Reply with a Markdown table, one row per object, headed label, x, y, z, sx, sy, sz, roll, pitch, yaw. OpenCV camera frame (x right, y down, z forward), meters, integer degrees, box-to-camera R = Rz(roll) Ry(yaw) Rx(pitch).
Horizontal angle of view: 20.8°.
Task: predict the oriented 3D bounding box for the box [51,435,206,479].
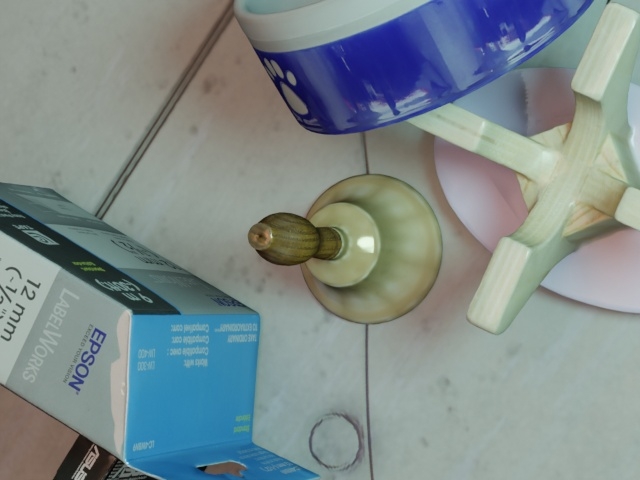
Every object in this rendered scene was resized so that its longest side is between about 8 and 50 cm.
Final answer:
| label | x | y | z | sx | sy | sz | roll | pitch | yaw |
| --- | --- | --- | --- | --- | --- | --- | --- | --- | --- |
| box | -0.180 | 0.234 | 1.420 | 0.045 | 0.191 | 0.184 | 38 | 99 | 19 |

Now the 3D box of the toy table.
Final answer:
| label | x | y | z | sx | sy | sz | roll | pitch | yaw |
| --- | --- | --- | --- | --- | --- | --- | --- | --- | --- |
| toy table | 0.196 | -0.046 | 1.314 | 0.274 | 0.161 | 0.252 | 14 | 92 | 21 |

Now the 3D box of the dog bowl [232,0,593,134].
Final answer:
| label | x | y | z | sx | sy | sz | roll | pitch | yaw |
| --- | --- | --- | --- | --- | --- | --- | --- | --- | --- |
| dog bowl | 0.073 | -0.192 | 1.306 | 0.265 | 0.265 | 0.104 | -22 | 112 | 18 |

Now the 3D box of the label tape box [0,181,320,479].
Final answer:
| label | x | y | z | sx | sy | sz | roll | pitch | yaw |
| --- | --- | --- | --- | --- | --- | --- | --- | --- | --- |
| label tape box | -0.163 | 0.073 | 1.389 | 0.348 | 0.249 | 0.115 | 27 | 97 | 19 |

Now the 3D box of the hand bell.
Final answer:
| label | x | y | z | sx | sy | sz | roll | pitch | yaw |
| --- | --- | --- | --- | --- | --- | --- | --- | --- | --- |
| hand bell | 0.000 | 0.000 | 1.338 | 0.126 | 0.242 | 0.126 | -1 | 86 | 20 |
